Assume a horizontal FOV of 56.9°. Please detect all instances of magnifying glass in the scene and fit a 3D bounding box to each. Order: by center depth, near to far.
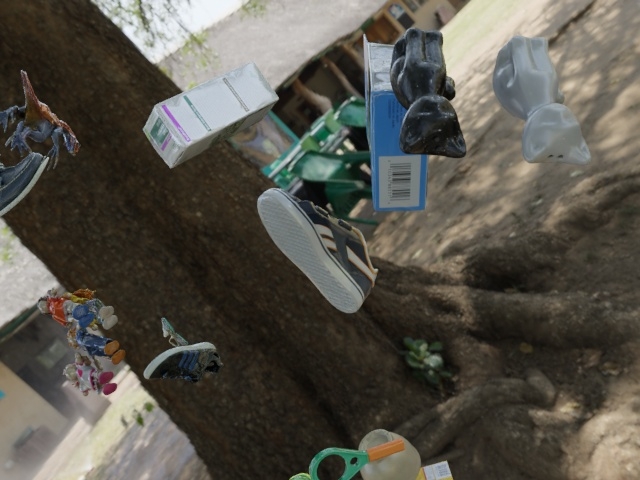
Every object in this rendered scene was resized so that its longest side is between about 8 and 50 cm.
[{"bbox_3d":[0.085,0.503,1.356,0.231,0.092,0.026,-14,9,-17],"label":"magnifying glass"}]

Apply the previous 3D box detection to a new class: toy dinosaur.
[{"bbox_3d":[-0.212,-0.088,0.464,0.090,0.047,0.082,-43,4,24],"label":"toy dinosaur"}]

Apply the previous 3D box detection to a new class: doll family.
[{"bbox_3d":[-0.488,0.194,1.239,0.163,0.263,0.118,8,29,33],"label":"doll family"}]

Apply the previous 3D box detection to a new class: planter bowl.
[{"bbox_3d":[0.166,0.564,1.539,0.162,0.109,0.162,-25,26,13],"label":"planter bowl"}]

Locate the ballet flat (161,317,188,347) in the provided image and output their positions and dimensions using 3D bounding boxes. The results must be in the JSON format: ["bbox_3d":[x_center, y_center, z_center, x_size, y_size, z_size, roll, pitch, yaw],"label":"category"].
[{"bbox_3d":[-0.450,0.286,1.784,0.041,0.114,0.041,-40,8,7],"label":"ballet flat"}]

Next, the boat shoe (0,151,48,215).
[{"bbox_3d":[-0.618,-0.096,1.123,0.254,0.079,0.095,-30,32,26],"label":"boat shoe"}]

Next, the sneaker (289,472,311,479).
[{"bbox_3d":[-0.012,0.881,1.894,0.109,0.295,0.123,-56,-33,7],"label":"sneaker"}]

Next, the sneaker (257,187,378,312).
[{"bbox_3d":[0.000,0.000,1.272,0.126,0.321,0.127,-18,25,51],"label":"sneaker"}]

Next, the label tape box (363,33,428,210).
[{"bbox_3d":[0.146,-0.247,1.172,0.106,0.240,0.333,-2,36,4],"label":"label tape box"}]

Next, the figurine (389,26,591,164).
[{"bbox_3d":[0.189,-0.155,0.680,0.209,0.215,0.092,-84,-3,-48],"label":"figurine"}]

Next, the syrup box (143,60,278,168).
[{"bbox_3d":[-0.203,-0.238,1.108,0.237,0.096,0.093,-36,2,-34],"label":"syrup box"}]

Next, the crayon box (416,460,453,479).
[{"bbox_3d":[0.293,0.724,1.543,0.165,0.081,0.278,-16,25,3],"label":"crayon box"}]

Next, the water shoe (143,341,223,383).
[{"bbox_3d":[-0.302,0.286,1.341,0.203,0.080,0.073,-10,-38,-53],"label":"water shoe"}]
